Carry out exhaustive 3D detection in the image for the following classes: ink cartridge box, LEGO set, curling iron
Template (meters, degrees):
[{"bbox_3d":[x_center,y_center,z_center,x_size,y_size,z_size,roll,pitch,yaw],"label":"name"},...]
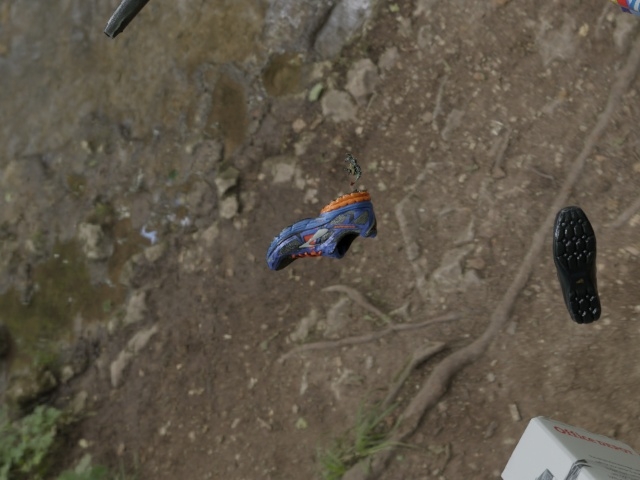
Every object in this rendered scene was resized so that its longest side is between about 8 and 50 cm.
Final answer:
[{"bbox_3d":[0.399,0.373,0.829,0.114,0.197,0.273,-65,19,12],"label":"ink cartridge box"},{"bbox_3d":[0.066,-0.124,1.166,0.054,0.023,0.083,48,155,46],"label":"LEGO set"},{"bbox_3d":[-0.169,-0.346,0.755,0.274,0.035,0.068,-58,5,-13],"label":"curling iron"}]

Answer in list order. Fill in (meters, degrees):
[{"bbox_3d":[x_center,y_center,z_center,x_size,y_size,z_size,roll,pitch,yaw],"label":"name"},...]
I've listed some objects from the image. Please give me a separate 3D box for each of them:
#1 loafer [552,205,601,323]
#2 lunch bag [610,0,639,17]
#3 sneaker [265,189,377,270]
[{"bbox_3d":[0.459,0.042,1.138,0.076,0.078,0.223,-12,105,11],"label":"loafer"},{"bbox_3d":[0.453,-0.338,0.604,0.221,0.138,0.293,36,118,30],"label":"lunch bag"},{"bbox_3d":[0.000,0.000,1.060,0.221,0.083,0.087,-31,78,25],"label":"sneaker"}]
